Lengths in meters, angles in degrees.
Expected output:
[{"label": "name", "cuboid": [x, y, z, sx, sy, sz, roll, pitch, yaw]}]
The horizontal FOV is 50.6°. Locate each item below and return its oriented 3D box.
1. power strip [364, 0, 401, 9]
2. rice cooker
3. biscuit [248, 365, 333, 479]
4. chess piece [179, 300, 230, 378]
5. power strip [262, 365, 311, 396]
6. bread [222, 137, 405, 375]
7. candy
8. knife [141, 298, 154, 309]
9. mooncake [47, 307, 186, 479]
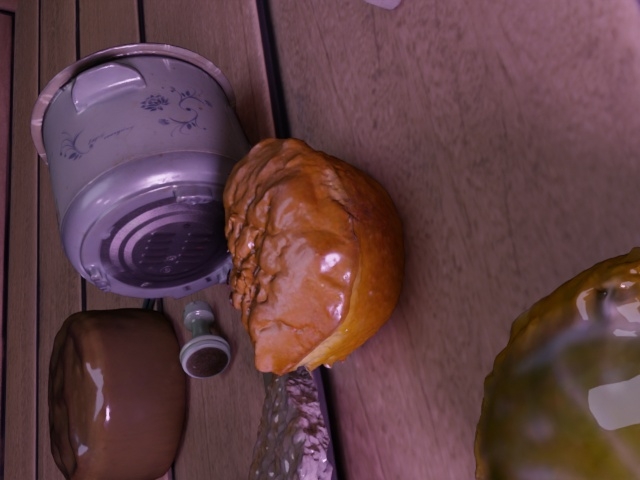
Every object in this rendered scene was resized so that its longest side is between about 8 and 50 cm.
[{"label": "power strip", "cuboid": [0.025, -0.388, 0.739, 0.106, 0.043, 0.367, -56, 43, 34]}, {"label": "rice cooker", "cuboid": [-0.212, -0.093, 0.856, 0.316, 0.264, 0.316, 156, 90, -88]}, {"label": "biscuit", "cuboid": [-0.034, 0.231, 0.635, 0.188, 0.040, 0.265, 127, 152, -53]}, {"label": "chess piece", "cuboid": [-0.162, 0.129, 0.920, 0.067, 0.067, 0.103, -64, 30, 27]}, {"label": "power strip", "cuboid": [-0.044, 0.109, 0.772, 0.076, 0.028, 0.168, -33, 60, 50]}, {"label": "bread", "cuboid": [0.000, 0.000, 0.640, 0.139, 0.143, 0.229, -31, 62, 38]}, {"label": "candy", "cuboid": [0.198, 0.127, 0.337, 0.260, 0.118, 0.259, -3, 86, 52]}, {"label": "knife", "cuboid": [-0.279, 0.064, 1.144, 0.210, 0.015, 0.028, -66, 32, 24]}, {"label": "mooncake", "cuboid": [-0.335, 0.246, 1.071, 0.284, 0.156, 0.284, -3, 86, 55]}]
